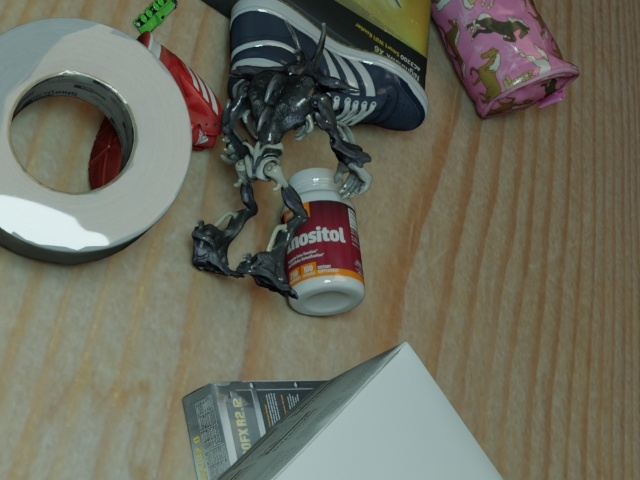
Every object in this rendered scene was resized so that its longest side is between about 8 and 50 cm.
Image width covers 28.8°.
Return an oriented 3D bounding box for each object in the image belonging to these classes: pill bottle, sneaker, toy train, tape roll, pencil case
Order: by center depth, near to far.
[{"bbox_3d":[-0.232,-0.090,1.149,0.219,0.072,0.219,4,78,-17],"label":"tape roll"},{"bbox_3d":[-0.157,-0.112,1.299,0.128,0.087,0.221,30,49,-27],"label":"sneaker"},{"bbox_3d":[0.000,0.000,1.384,0.086,0.086,0.152,17,54,-37],"label":"pill bottle"},{"bbox_3d":[-0.185,-0.259,1.415,0.023,0.017,0.083,54,39,-19],"label":"toy train"},{"bbox_3d":[0.008,-0.166,1.484,0.282,0.099,0.153,27,46,-25],"label":"sneaker"},{"bbox_3d":[0.223,-0.361,1.781,0.167,0.160,0.386,-20,79,-16],"label":"pencil case"}]

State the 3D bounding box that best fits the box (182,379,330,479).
[{"bbox_3d":[-0.027,0.253,1.221,0.183,0.056,0.231,4,64,-42],"label":"box"}]

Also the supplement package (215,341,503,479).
[{"bbox_3d":[0.027,0.255,1.119,0.204,0.145,0.262,55,42,-3],"label":"supplement package"}]

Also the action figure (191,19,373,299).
[{"bbox_3d":[-0.040,-0.085,1.312,0.141,0.164,0.275,41,66,-62],"label":"action figure"}]

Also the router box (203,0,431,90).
[{"bbox_3d":[0.005,-0.330,1.599,0.309,0.081,0.243,30,48,-28],"label":"router box"}]
